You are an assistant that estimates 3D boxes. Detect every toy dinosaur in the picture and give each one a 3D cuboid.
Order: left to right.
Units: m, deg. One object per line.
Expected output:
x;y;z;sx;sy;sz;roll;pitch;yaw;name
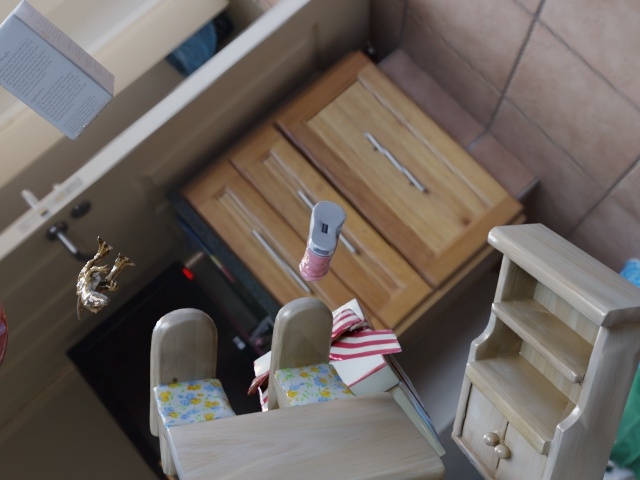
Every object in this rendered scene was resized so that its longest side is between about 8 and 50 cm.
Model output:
-0.328;0.058;1.120;0.064;0.112;0.211;39;167;-14;toy dinosaur

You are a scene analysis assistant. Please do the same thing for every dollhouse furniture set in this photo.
0.069;0.147;0.704;0.362;0.394;0.257;-133;44;-56;dollhouse furniture set

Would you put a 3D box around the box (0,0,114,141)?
-0.392;-0.246;1.126;0.170;0.091;0.130;40;-169;-26;box

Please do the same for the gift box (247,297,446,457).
0.049;0.273;1.318;0.258;0.255;0.276;55;180;-24;gift box

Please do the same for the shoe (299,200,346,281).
0.000;0.000;1.419;0.063;0.081;0.178;19;-148;-3;shoe

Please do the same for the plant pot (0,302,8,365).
-0.590;0.164;1.057;0.275;0.275;0.243;52;179;-16;plant pot
